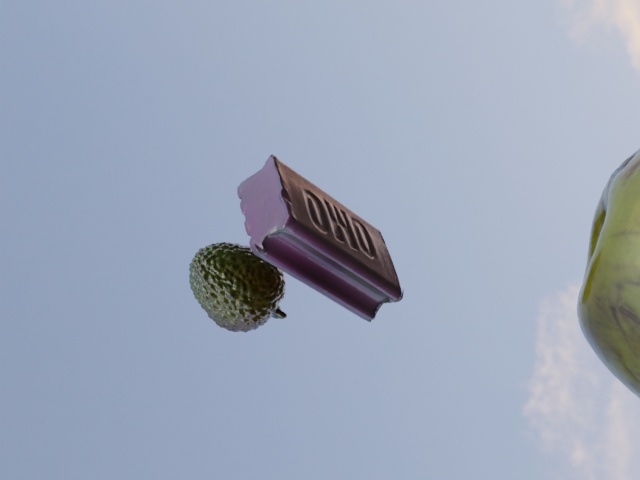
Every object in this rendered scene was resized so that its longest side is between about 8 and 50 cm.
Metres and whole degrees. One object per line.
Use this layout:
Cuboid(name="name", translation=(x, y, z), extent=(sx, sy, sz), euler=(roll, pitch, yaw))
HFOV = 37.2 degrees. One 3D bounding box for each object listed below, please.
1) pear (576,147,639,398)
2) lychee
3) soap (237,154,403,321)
Cuboid(name="pear", translation=(0.339, 0.031, 0.741), extent=(0.284, 0.283, 0.283), euler=(19, -124, -30))
Cuboid(name="lychee", translation=(-0.100, 0.059, 1.204), extent=(0.146, 0.114, 0.114), euler=(37, -131, -20))
Cuboid(name="soap", translation=(0.000, 0.000, 1.091), extent=(0.203, 0.065, 0.122), euler=(33, -153, -40))
